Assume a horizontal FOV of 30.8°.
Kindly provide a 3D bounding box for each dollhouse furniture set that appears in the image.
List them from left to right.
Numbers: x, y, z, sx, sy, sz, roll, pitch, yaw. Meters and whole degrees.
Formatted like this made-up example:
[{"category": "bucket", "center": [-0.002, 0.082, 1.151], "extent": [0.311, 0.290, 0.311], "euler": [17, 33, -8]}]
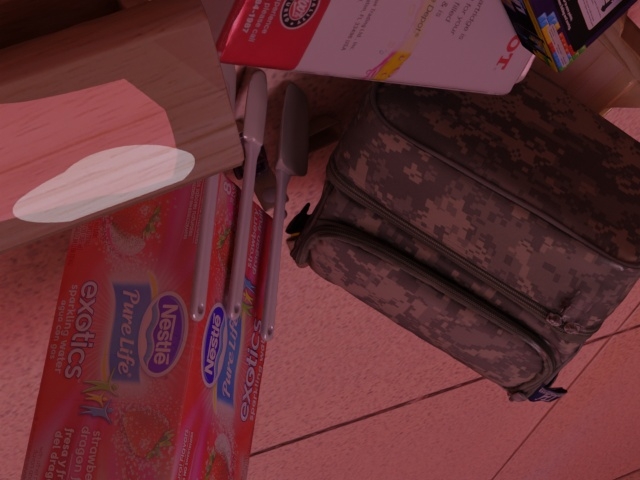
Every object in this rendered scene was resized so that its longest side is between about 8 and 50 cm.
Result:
[{"category": "dollhouse furniture set", "center": [-0.187, -0.212, 0.389], "extent": [0.362, 0.256, 0.394], "euler": [-21, 126, -12]}, {"category": "dollhouse furniture set", "center": [-0.021, -0.078, 1.105], "extent": [0.114, 0.081, 0.091], "euler": [-26, 152, -8]}]

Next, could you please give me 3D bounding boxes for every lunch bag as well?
[{"category": "lunch bag", "center": [0.141, -0.009, 1.081], "extent": [0.256, 0.305, 0.212], "euler": [-60, 179, 43]}]

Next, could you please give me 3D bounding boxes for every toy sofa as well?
[{"category": "toy sofa", "center": [0.193, -0.105, 1.223], "extent": [0.362, 0.177, 0.150], "euler": [-45, 180, 25]}]

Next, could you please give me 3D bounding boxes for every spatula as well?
[{"category": "spatula", "center": [-0.059, -0.038, 1.011], "extent": [0.019, 0.242, 0.168], "euler": [-2, 166, 25]}]

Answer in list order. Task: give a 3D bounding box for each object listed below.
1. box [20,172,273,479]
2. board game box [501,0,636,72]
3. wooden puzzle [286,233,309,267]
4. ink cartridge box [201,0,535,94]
[{"category": "box", "center": [-0.142, 0.099, 1.028], "extent": [0.142, 0.299, 0.154], "euler": [0, 160, 21]}, {"category": "board game box", "center": [0.185, -0.221, 0.820], "extent": [0.141, 0.048, 0.170], "euler": [-44, 145, -1]}, {"category": "wooden puzzle", "center": [0.000, 0.000, 1.329], "extent": [0.079, 0.014, 0.116], "euler": [-21, 151, -8]}, {"category": "ink cartridge box", "center": [0.056, -0.237, 0.837], "extent": [0.306, 0.131, 0.226], "euler": [-1, 130, -44]}]
